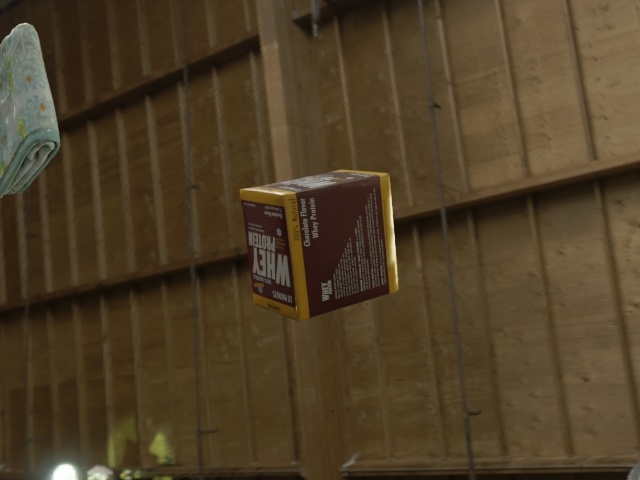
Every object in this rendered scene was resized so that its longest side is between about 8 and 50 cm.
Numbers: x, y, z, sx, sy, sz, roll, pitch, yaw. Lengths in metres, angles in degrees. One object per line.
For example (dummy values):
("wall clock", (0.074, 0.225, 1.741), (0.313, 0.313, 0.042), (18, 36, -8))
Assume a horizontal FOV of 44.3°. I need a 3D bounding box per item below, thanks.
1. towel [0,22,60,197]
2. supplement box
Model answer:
("towel", (-0.782, -0.315, 1.998), (0.374, 0.090, 0.320), (-30, -106, 45))
("supplement box", (0.000, 0.000, 1.216), (0.129, 0.194, 0.191), (12, -68, 54))
